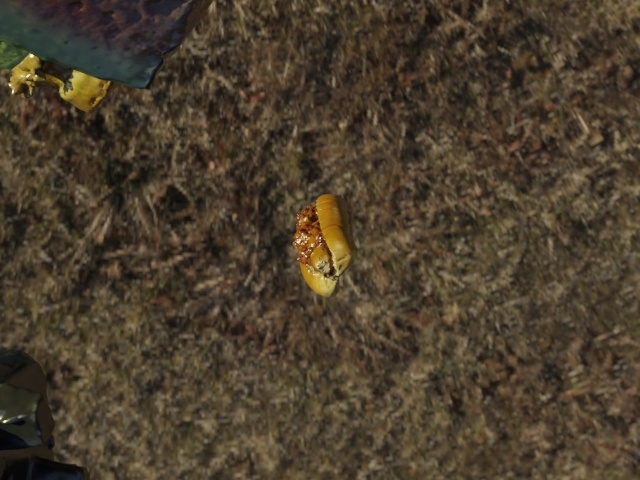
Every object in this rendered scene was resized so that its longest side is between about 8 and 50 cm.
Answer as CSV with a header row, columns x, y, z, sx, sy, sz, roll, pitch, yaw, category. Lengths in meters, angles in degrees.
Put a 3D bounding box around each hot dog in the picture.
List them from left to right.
x,y,z,sx,sy,sz,roll,pitch,yaw,category
0.000,0.000,1.351,0.076,0.249,0.102,20,108,-7,hot dog

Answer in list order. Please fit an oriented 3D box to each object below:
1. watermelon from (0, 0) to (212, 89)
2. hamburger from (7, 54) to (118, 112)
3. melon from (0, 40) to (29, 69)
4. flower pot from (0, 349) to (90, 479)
x,y,z,sx,sy,sz,roll,pitch,yaw,category
-0.080,-0.191,0.383,0.260,0.176,0.256,13,99,-23,watermelon
-0.377,-0.355,1.565,0.268,0.287,0.445,40,146,-14,hamburger
-0.193,-0.196,0.707,0.118,0.209,0.064,37,154,-4,melon
-0.438,0.274,1.238,0.283,0.299,0.299,-2,130,13,flower pot
